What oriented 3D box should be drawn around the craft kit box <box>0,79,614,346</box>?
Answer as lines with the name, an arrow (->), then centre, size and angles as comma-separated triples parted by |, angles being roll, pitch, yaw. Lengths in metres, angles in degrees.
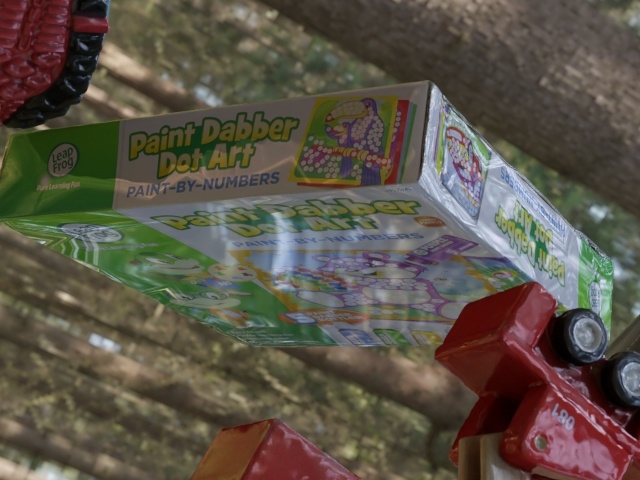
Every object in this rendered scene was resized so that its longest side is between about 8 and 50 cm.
craft kit box -> 0.000, 0.000, 0.738 | 0.250, 0.247, 0.061 | -4, -114, 31

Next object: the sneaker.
sneaker -> -0.132, -0.178, 0.635 | 0.262, 0.104, 0.125 | -51, -132, 36

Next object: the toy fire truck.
toy fire truck -> 0.065, 0.091, 0.463 | 0.135, 0.192, 0.047 | -56, -165, -27

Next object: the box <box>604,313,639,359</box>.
box -> 0.281, 0.184, 1.129 | 0.296, 0.183, 0.294 | -46, 170, -19
